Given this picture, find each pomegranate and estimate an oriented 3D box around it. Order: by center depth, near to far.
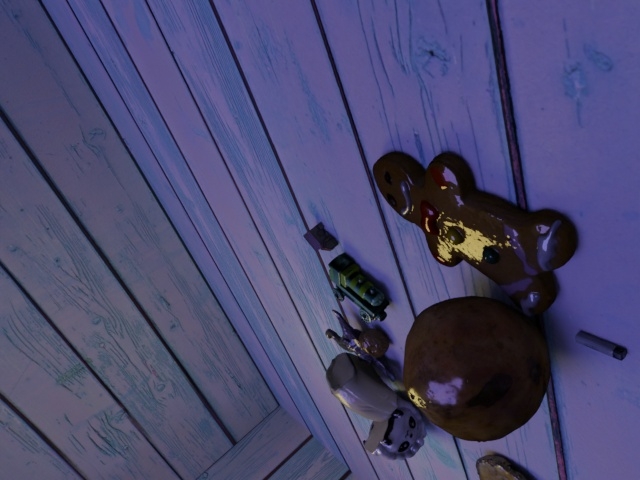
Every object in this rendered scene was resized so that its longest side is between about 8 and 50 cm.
[{"bbox_3d":[0.293,0.233,1.098,0.281,0.281,0.281,42,157,23],"label":"pomegranate"}]

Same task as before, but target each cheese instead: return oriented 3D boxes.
[{"bbox_3d":[0.140,0.489,1.916,0.233,0.127,0.266,34,-174,-21],"label":"cheese"}]

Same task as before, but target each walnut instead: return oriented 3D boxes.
[{"bbox_3d":[0.164,0.310,1.745,0.096,0.082,0.079,42,139,-12],"label":"walnut"}]

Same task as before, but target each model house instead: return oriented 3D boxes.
[{"bbox_3d":[0.000,0.000,1.612,0.083,0.058,0.057,52,158,1],"label":"model house"}]

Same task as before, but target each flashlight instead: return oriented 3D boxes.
[{"bbox_3d":[0.479,0.180,0.983,0.083,0.018,0.018,23,145,52],"label":"flashlight"}]

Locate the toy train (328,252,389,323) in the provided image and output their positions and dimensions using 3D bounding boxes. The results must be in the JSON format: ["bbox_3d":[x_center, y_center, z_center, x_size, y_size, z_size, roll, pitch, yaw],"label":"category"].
[{"bbox_3d":[0.105,0.138,1.589,0.200,0.083,0.132,36,150,33],"label":"toy train"}]

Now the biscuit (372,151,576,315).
[{"bbox_3d":[0.247,-0.028,1.064,0.432,0.064,0.283,37,154,32],"label":"biscuit"}]

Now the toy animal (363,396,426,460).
[{"bbox_3d":[0.260,0.641,1.930,0.156,0.208,0.204,29,162,-12],"label":"toy animal"}]

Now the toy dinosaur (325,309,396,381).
[{"bbox_3d":[0.131,0.343,1.854,0.294,0.077,0.162,36,163,2],"label":"toy dinosaur"}]

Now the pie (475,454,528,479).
[{"bbox_3d":[0.553,0.719,1.630,0.274,0.055,0.274,42,156,23],"label":"pie"}]
